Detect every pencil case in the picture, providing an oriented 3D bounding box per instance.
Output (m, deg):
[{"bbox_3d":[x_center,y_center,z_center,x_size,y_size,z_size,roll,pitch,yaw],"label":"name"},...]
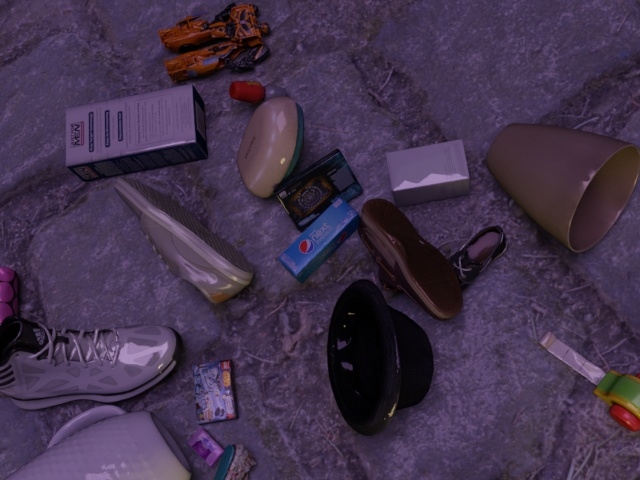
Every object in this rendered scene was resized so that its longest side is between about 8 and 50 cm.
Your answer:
[{"bbox_3d":[-0.807,0.174,1.942,0.098,0.095,0.209,-12,66,23],"label":"pencil case"}]

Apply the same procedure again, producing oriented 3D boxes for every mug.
[{"bbox_3d":[-0.477,0.502,1.690,0.328,0.276,0.374,-34,38,-10],"label":"mug"}]

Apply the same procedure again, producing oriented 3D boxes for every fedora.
[{"bbox_3d":[0.138,0.249,1.679,0.153,0.334,0.333,6,68,-24],"label":"fedora"}]

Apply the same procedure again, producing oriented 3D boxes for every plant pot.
[{"bbox_3d":[0.514,-0.150,1.734,0.274,0.256,0.256,35,81,35],"label":"plant pot"}]

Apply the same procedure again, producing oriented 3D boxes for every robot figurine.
[{"bbox_3d":[-0.277,-0.533,2.083,0.291,0.085,0.211,-18,70,5],"label":"robot figurine"}]

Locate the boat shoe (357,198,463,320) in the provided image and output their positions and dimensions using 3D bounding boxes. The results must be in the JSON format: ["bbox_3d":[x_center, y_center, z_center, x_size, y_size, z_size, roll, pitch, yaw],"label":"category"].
[{"bbox_3d":[0.190,0.060,1.771,0.123,0.123,0.342,-16,56,-36],"label":"boat shoe"}]

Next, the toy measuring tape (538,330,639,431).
[{"bbox_3d":[0.601,0.292,1.616,0.330,0.121,0.121,39,82,20],"label":"toy measuring tape"}]

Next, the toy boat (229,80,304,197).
[{"bbox_3d":[-0.118,-0.278,1.915,0.148,0.267,0.318,2,50,-30],"label":"toy boat"}]

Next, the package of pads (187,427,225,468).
[{"bbox_3d":[-0.255,0.468,1.762,0.083,0.032,0.050,39,81,20],"label":"package of pads"}]

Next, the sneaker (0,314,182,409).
[{"bbox_3d":[-0.554,0.260,1.760,0.448,0.257,0.169,-15,59,6],"label":"sneaker"}]

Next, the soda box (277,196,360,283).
[{"bbox_3d":[0.000,0.000,1.854,0.210,0.071,0.067,-44,69,-6],"label":"soda box"}]

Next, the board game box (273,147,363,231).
[{"bbox_3d":[-0.004,-0.119,1.875,0.186,0.126,0.026,-33,30,-2],"label":"board game box"}]

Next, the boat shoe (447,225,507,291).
[{"bbox_3d":[0.324,0.054,1.771,0.233,0.079,0.084,-41,70,-2],"label":"boat shoe"}]

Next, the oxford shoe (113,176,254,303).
[{"bbox_3d":[-0.354,-0.004,1.887,0.449,0.169,0.130,39,104,20],"label":"oxford shoe"}]

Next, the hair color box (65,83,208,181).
[{"bbox_3d":[-0.475,-0.277,2.022,0.348,0.105,0.173,-9,70,7],"label":"hair color box"}]

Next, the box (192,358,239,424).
[{"bbox_3d":[-0.242,0.349,1.803,0.094,0.027,0.136,-11,70,9],"label":"box"}]

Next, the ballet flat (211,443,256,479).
[{"bbox_3d":[-0.212,0.560,1.694,0.077,0.091,0.240,35,74,-25],"label":"ballet flat"}]

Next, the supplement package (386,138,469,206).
[{"bbox_3d":[0.253,-0.157,1.842,0.180,0.105,0.105,-9,70,7],"label":"supplement package"}]
